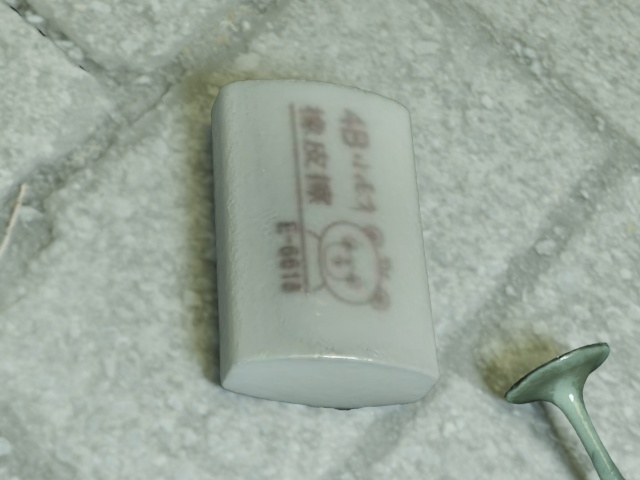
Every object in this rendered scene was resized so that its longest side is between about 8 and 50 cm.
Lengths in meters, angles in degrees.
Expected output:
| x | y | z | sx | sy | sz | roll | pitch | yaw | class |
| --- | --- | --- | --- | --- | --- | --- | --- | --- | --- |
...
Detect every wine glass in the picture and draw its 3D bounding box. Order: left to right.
| x | y | z | sx | sy | sz | roll | pitch | yaw | class |
| --- | --- | --- | --- | --- | --- | --- | --- | --- | --- |
| 0.193 | 0.255 | 1.343 | 0.264 | 0.096 | 0.309 | -12 | 66 | -33 | wine glass |

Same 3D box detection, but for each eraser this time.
| x | y | z | sx | sy | sz | roll | pitch | yaw | class |
| --- | --- | --- | --- | --- | --- | --- | --- | --- | --- |
| 0.000 | 0.000 | 1.424 | 0.174 | 0.095 | 0.270 | 7 | 56 | -17 | eraser |
